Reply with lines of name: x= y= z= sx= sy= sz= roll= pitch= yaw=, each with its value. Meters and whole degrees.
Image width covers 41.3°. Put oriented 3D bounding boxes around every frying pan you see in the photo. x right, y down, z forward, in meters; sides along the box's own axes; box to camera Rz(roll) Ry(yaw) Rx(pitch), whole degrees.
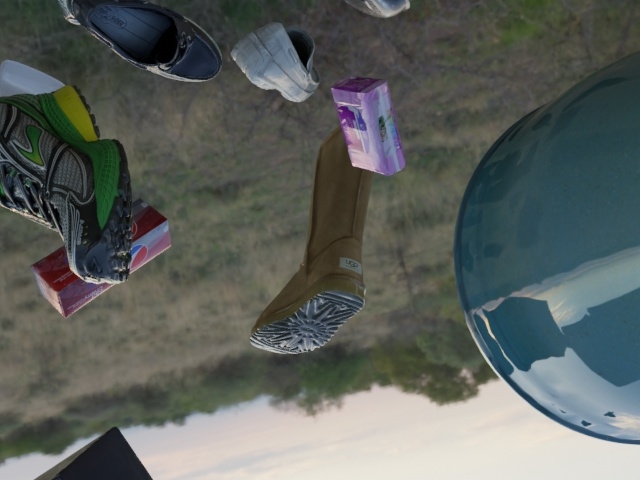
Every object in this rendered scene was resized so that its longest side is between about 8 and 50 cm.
frying pan: x=0.005 y=-0.465 z=1.398 sx=0.326 sy=0.053 sz=0.197 roll=32 pitch=-179 yaw=-9

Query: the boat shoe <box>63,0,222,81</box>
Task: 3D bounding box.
boat shoe: x=-0.300 y=-0.364 z=1.542 sx=0.127 sy=0.113 sz=0.340 roll=-49 pitch=137 yaw=10

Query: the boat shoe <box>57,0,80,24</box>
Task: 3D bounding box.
boat shoe: x=-0.373 y=-0.519 z=1.660 sx=0.319 sy=0.116 sz=0.099 roll=-37 pitch=167 yaw=-27

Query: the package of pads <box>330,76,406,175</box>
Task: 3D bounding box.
package of pads: x=0.042 y=-0.099 z=0.738 sx=0.032 sy=0.083 sz=0.050 roll=-35 pitch=-146 yaw=-28

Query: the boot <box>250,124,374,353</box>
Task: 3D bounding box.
boot: x=0.000 y=0.000 z=1.159 sx=0.089 sy=0.270 sz=0.236 roll=26 pitch=142 yaw=-27

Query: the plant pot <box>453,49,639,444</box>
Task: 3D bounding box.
plant pot: x=0.242 y=-0.007 z=0.523 sx=0.271 sy=0.272 sz=0.255 roll=-13 pitch=171 yaw=-6

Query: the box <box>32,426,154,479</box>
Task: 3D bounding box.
box: x=-0.335 y=0.498 z=1.173 sx=0.312 sy=0.343 sz=0.179 roll=-34 pitch=-179 yaw=15

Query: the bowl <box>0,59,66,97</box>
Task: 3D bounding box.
bowl: x=-0.538 y=-0.253 z=1.571 sx=0.142 sy=0.142 sz=0.053 roll=21 pitch=135 yaw=-40

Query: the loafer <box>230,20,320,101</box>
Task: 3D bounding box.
loafer: x=-0.053 y=-0.323 z=1.527 sx=0.111 sy=0.112 sz=0.319 roll=-38 pitch=175 yaw=15

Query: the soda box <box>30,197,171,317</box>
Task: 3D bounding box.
soda box: x=-0.420 y=0.030 z=1.652 sx=0.263 sy=0.092 sz=0.084 roll=-37 pitch=151 yaw=-30

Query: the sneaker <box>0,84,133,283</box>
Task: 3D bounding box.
sneaker: x=-0.291 y=-0.055 z=0.903 sx=0.146 sy=0.134 sz=0.343 roll=-12 pitch=-146 yaw=-27
